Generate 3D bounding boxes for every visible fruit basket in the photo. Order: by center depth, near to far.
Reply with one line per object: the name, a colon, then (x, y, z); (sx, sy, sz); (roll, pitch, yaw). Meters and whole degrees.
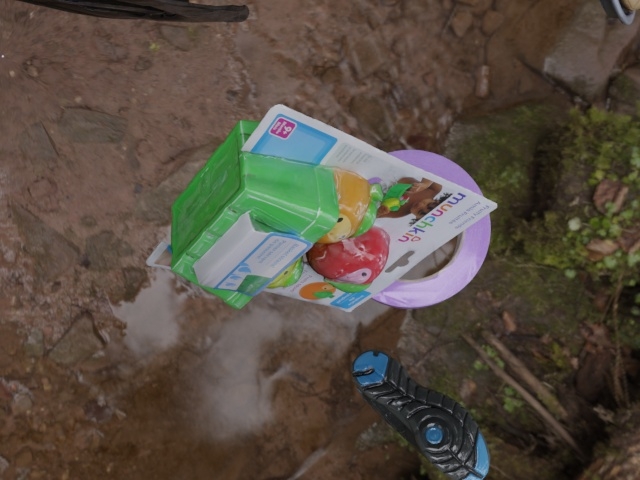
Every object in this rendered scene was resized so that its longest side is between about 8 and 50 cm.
fruit basket: (0.000, 0.000, 0.837); (0.353, 0.165, 0.327); (23, 136, -30)

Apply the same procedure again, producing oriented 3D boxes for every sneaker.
sneaker: (0.209, 0.365, 1.339); (0.125, 0.341, 0.139); (-41, 156, -14)

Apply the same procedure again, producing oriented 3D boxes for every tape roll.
tape roll: (0.156, -0.017, 1.136); (0.275, 0.090, 0.274); (-1, 82, 8)

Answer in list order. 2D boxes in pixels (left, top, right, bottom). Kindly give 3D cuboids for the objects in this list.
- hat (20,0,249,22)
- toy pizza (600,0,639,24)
hat: (-0.235, -0.307, 0.667); (0.331, 0.331, 0.133); (-3, 108, -26)
toy pizza: (0.152, -0.212, 0.319); (0.201, 0.032, 0.201); (8, 81, -56)
